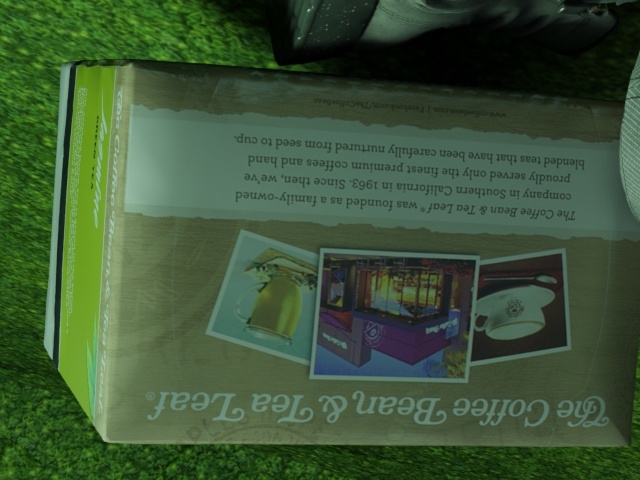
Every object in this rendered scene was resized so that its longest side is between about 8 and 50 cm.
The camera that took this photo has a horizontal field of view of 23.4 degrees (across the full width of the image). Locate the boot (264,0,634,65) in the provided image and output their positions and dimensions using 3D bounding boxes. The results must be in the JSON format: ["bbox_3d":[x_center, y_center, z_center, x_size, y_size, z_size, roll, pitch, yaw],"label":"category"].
[{"bbox_3d":[0.109,-0.191,0.802,0.223,0.118,0.338,-5,169,-17],"label":"boot"}]

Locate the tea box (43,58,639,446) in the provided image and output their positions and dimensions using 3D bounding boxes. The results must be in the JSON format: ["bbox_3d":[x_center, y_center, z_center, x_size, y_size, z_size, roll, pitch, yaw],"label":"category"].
[{"bbox_3d":[0.000,0.000,1.024,0.329,0.219,0.323,3,-174,-17],"label":"tea box"}]

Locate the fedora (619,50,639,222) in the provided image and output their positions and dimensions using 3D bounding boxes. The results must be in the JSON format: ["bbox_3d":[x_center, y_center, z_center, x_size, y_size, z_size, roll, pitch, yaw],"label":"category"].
[{"bbox_3d":[0.266,-0.055,0.894,0.124,0.243,0.275,5,176,44],"label":"fedora"}]
